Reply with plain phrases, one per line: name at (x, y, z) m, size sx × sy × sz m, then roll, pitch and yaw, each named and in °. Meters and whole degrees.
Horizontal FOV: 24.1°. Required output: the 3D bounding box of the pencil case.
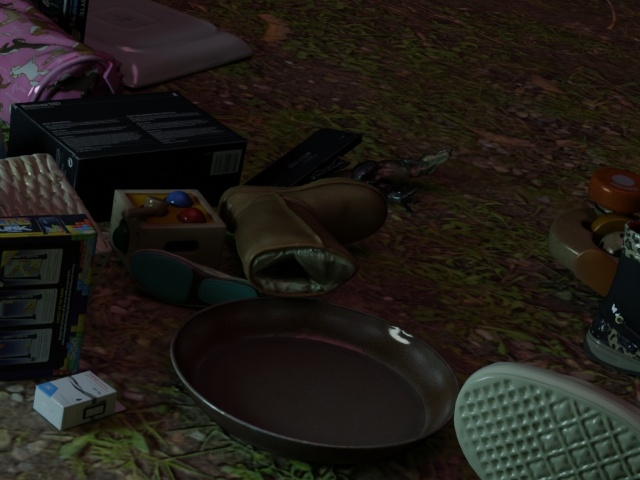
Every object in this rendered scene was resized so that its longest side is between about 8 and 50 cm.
pencil case at (-0.433, -0.261, 2.179) m, size 0.167 × 0.160 × 0.386 m, roll 7°, pitch 20°, yaw -42°

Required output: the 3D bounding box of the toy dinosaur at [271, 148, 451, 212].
toy dinosaur at (0.074, -0.089, 2.151) m, size 0.268 × 0.064 × 0.118 m, roll -3°, pitch 24°, yaw -19°

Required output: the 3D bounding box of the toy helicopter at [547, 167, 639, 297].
toy helicopter at (0.459, 0.048, 1.924) m, size 0.355 × 0.140 × 0.235 m, roll 23°, pitch 28°, yaw 18°

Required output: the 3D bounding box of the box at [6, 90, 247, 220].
box at (-0.259, -0.116, 2.002) m, size 0.261 × 0.103 × 0.184 m, roll -9°, pitch 34°, yaw -37°

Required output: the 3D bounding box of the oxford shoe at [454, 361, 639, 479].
oxford shoe at (0.337, 0.239, 1.412) m, size 0.449 × 0.169 × 0.130 m, roll 24°, pitch 29°, yaw 10°

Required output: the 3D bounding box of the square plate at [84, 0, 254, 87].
square plate at (-0.343, -0.361, 2.571) m, size 0.344 × 0.049 × 0.347 m, roll 24°, pitch 26°, yaw 25°

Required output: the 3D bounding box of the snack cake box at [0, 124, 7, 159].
snack cake box at (-0.503, -0.074, 1.777) m, size 0.152 × 0.089 × 0.264 m, roll 1°, pitch 20°, yaw 18°

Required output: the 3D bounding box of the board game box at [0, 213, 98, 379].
board game box at (-0.307, 0.058, 1.511) m, size 0.141 × 0.170 × 0.048 m, roll -1°, pitch 29°, yaw -27°

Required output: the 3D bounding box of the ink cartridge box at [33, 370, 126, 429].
ink cartridge box at (-0.238, 0.157, 1.497) m, size 0.083 × 0.028 × 0.048 m, roll -13°, pitch 34°, yaw -44°

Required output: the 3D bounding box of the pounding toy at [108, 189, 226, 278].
pounding toy at (-0.195, -0.017, 1.812) m, size 0.141 × 0.100 × 0.130 m, roll -1°, pitch 26°, yaw -26°

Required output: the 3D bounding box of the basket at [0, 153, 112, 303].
basket at (-0.323, -0.006, 1.661) m, size 0.113 × 0.103 × 0.167 m, roll -13°, pitch 57°, yaw -43°

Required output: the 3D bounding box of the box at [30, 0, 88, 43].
box at (-0.465, -0.372, 2.386) m, size 0.220 × 0.175 × 0.051 m, roll 26°, pitch 28°, yaw 32°

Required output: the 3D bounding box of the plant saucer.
plant saucer at (-0.008, 0.151, 1.590) m, size 0.311 × 0.050 × 0.310 m, roll 10°, pitch 24°, yaw -5°

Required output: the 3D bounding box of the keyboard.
keyboard at (-0.015, -0.102, 2.093) m, size 0.108 × 0.023 × 0.180 m, roll 15°, pitch 43°, yaw 43°

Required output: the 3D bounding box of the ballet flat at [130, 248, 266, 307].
ballet flat at (-0.144, 0.054, 1.756) m, size 0.168 × 0.057 × 0.052 m, roll 20°, pitch 2°, yaw 6°

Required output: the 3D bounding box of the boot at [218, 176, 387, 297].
boot at (0.000, 0.000, 1.835) m, size 0.236 × 0.089 × 0.269 m, roll -5°, pitch 17°, yaw -13°

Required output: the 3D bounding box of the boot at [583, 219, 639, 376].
boot at (0.443, 0.087, 1.769) m, size 0.236 × 0.178 × 0.085 m, roll 18°, pitch 25°, yaw 16°
